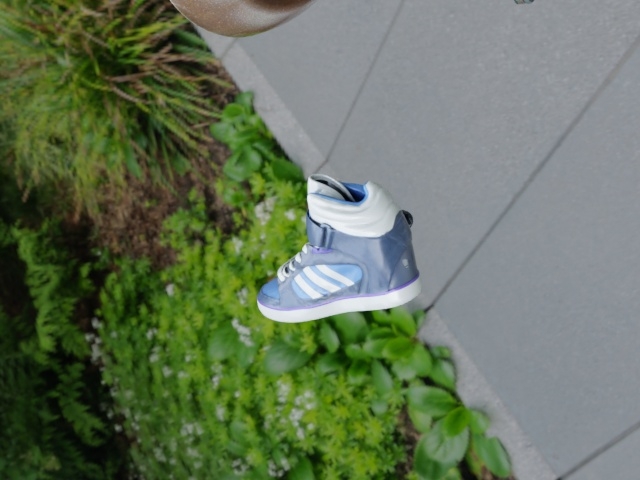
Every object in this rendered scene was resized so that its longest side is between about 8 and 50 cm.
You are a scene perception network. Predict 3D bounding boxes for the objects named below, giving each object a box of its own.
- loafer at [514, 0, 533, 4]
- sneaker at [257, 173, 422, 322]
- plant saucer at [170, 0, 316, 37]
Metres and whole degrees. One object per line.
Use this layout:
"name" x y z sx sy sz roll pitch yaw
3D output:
"loafer" 0.367 -0.607 1.644 0.084 0.096 0.268 -4 123 39
"sneaker" 0.000 0.000 1.329 0.322 0.130 0.236 -9 112 33
"plant saucer" -0.025 -0.224 0.520 0.036 0.198 0.199 33 132 33
